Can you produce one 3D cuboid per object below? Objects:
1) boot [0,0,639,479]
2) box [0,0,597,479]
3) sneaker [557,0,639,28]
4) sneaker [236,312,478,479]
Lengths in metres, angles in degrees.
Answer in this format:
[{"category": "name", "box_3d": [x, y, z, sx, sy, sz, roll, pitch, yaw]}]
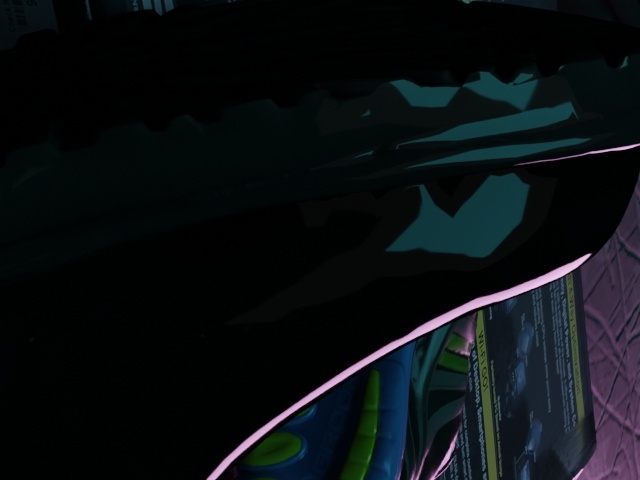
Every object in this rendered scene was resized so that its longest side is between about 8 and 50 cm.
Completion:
[{"category": "boot", "box_3d": [-0.057, 0.080, 0.513, 0.348, 0.131, 0.260, -14, 112, -15]}, {"category": "box", "box_3d": [0.000, 0.000, 0.740, 0.318, 0.097, 0.394, -43, 133, -46]}, {"category": "sneaker", "box_3d": [0.105, -0.143, 0.884, 0.286, 0.130, 0.109, 56, 38, -21]}, {"category": "sneaker", "box_3d": [0.022, 0.035, 0.642, 0.078, 0.067, 0.188, 84, 27, -62]}]
